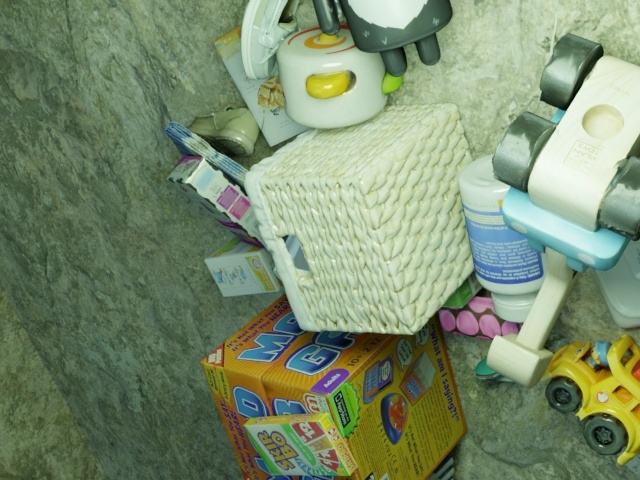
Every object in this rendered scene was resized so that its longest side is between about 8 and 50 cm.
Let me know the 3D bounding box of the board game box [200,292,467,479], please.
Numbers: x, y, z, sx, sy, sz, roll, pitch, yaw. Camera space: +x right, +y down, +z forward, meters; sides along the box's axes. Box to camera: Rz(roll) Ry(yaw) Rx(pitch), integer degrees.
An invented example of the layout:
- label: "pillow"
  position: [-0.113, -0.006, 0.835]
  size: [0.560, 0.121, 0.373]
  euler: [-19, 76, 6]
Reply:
- label: "board game box"
  position: [0.037, 0.331, 2.114]
  size: [0.356, 0.356, 0.357]
  euler: [6, 123, 42]

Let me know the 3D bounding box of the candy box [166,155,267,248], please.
- label: "candy box"
  position: [-0.206, -0.084, 2.165]
  size: [0.233, 0.071, 0.159]
  euler: [39, 170, -22]

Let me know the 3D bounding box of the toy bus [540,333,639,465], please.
- label: "toy bus"
  position: [0.521, 0.241, 1.744]
  size: [0.220, 0.149, 0.211]
  euler: [45, 128, 13]

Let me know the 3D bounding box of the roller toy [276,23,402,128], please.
- label: "roller toy"
  position: [0.018, -0.296, 1.771]
  size: [0.191, 0.209, 0.146]
  euler: [22, 133, 41]

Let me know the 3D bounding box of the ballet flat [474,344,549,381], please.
- label: "ballet flat"
  position: [0.374, 0.243, 1.948]
  size: [0.070, 0.070, 0.188]
  euler: [53, 145, 0]

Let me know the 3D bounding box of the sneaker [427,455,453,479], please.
- label: "sneaker"
  position: [0.222, 0.547, 2.305]
  size: [0.182, 0.127, 0.315]
  euler: [32, 146, 44]

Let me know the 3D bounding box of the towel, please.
- label: "towel"
  position: [-0.197, -0.144, 2.164]
  size: [0.285, 0.034, 0.209]
  euler: [33, 170, 19]

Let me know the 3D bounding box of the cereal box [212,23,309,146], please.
- label: "cereal box"
  position: [-0.089, -0.319, 1.970]
  size: [0.173, 0.047, 0.240]
  euler: [-20, 103, 42]

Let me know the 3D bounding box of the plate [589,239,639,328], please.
- label: "plate"
  position: [0.534, 0.022, 1.624]
  size: [0.278, 0.045, 0.277]
  euler: [-16, 107, 49]

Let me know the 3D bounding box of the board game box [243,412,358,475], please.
- label: "board game box"
  position: [-0.049, 0.394, 1.938]
  size: [0.259, 0.039, 0.124]
  euler: [-13, 109, 50]

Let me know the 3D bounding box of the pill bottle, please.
- label: "pill bottle"
  position: [0.331, -0.002, 1.724]
  size: [0.152, 0.152, 0.272]
  euler: [11, 126, 40]

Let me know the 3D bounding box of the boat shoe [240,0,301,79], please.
- label: "boat shoe"
  position: [-0.065, -0.427, 1.798]
  size: [0.103, 0.118, 0.320]
  euler: [22, 118, 9]

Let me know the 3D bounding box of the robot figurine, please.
- label: "robot figurine"
  position: [0.110, -0.407, 1.609]
  size: [0.173, 0.209, 0.278]
  euler: [13, 129, 55]

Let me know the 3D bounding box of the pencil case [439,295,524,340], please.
- label: "pencil case"
  position: [0.318, 0.140, 1.900]
  size: [0.209, 0.095, 0.098]
  euler: [3, 152, 43]

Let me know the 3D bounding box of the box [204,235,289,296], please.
- label: "box"
  position: [-0.145, 0.051, 2.274]
  size: [0.203, 0.114, 0.103]
  euler: [-8, 114, 48]

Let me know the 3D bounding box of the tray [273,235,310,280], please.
- label: "tray"
  position: [0.000, 0.000, 2.083]
  size: [0.145, 0.030, 0.270]
  euler: [44, 122, 33]

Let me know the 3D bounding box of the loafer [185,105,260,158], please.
- label: "loafer"
  position: [-0.196, -0.231, 2.128]
  size: [0.102, 0.092, 0.268]
  euler: [42, 166, -30]

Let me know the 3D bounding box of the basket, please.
- label: "basket"
  position: [0.096, -0.044, 1.788]
  size: [0.266, 0.331, 0.328]
  euler: [1, 120, 43]

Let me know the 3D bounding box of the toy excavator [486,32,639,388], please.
- label: "toy excavator"
  position: [0.389, -0.016, 1.527]
  size: [0.222, 0.433, 0.445]
  euler: [27, 164, 24]

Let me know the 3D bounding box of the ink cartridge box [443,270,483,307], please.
- label: "ink cartridge box"
  position: [0.211, 0.073, 1.938]
  size: [0.209, 0.109, 0.062]
  euler: [0, 118, 45]
